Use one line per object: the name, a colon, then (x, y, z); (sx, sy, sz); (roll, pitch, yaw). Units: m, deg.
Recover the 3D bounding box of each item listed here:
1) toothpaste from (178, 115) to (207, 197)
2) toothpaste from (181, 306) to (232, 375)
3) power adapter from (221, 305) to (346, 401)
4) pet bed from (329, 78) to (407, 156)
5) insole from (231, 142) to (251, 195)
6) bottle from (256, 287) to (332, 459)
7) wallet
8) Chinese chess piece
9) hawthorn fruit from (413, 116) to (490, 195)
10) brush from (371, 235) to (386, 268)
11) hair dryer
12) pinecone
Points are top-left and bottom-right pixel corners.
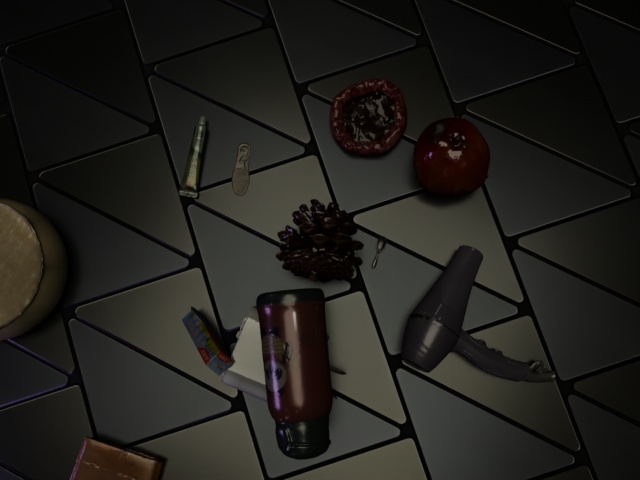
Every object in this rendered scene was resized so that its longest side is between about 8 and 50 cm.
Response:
toothpaste: (-0.307, -0.206, 1.556); (0.049, 0.031, 0.204); (10, 85, 4)
toothpaste: (-0.262, 0.217, 1.411); (0.044, 0.193, 0.070); (-44, 126, -4)
power adapter: (-0.070, 0.279, 1.428); (0.255, 0.124, 0.187); (21, 84, 4)
pet bed: (0.117, -0.299, 1.543); (0.201, 0.053, 0.201); (-1, 84, 7)
insole: (-0.193, -0.176, 1.561); (0.045, 0.002, 0.135); (6, 81, 3)
bottle: (-0.044, 0.270, 1.295); (0.143, 0.144, 0.336); (-7, 83, 1)
wallet: (-0.470, 0.547, 1.446); (0.195, 0.042, 0.161); (16, 87, 3)
Chinese chess piece: (-0.769, 0.067, 1.480); (0.337, 0.140, 0.338); (0, 83, 4)
hawthorn fruit: (0.301, -0.198, 1.445); (0.185, 0.202, 0.185); (-2, 74, 6)
brush: (0.138, 0.028, 1.513); (0.024, 0.008, 0.083); (20, 82, 2)
hair dryer: (0.384, 0.215, 1.446); (0.361, 0.121, 0.301); (32, 75, -3)
pinecone: (0.000, 0.000, 1.436); (0.207, 0.208, 0.208); (0, 81, 2)
